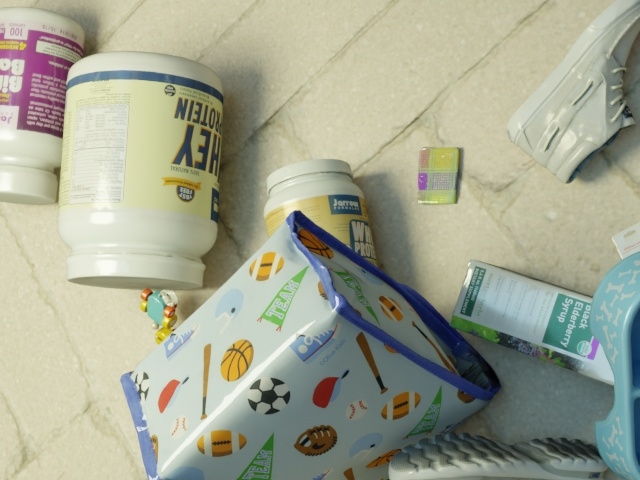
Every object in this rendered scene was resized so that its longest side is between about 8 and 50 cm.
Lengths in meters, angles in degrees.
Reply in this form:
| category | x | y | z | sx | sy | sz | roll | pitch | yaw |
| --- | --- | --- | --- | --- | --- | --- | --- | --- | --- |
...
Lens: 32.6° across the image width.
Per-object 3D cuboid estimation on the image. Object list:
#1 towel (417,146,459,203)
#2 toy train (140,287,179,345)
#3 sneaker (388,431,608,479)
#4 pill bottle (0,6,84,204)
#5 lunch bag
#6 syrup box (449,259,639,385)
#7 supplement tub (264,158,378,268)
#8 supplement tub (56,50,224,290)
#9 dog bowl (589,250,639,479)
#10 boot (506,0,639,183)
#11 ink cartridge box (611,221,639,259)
| category | x | y | z | sx | sy | sz | roll | pitch | yaw |
| --- | --- | --- | --- | --- | --- | --- | --- | --- | --- |
| towel | 0.165 | -0.092 | 1.533 | 0.060 | 0.009 | 0.083 | 0 | 83 | 26 |
| toy train | -0.204 | 0.135 | 1.643 | 0.125 | 0.046 | 0.166 | -3 | 117 | 45 |
| sneaker | 0.217 | 0.304 | 1.322 | 0.281 | 0.105 | 0.115 | 5 | 99 | -14 |
| pill bottle | -0.484 | -0.215 | 1.794 | 0.169 | 0.169 | 0.301 | -1 | 81 | 27 |
| lunch bag | 0.003 | 0.195 | 1.374 | 0.328 | 0.385 | 0.239 | -44 | 39 | 15 |
| syrup box | 0.296 | 0.104 | 1.386 | 0.237 | 0.096 | 0.093 | 19 | 93 | 29 |
| supplement tub | 0.000 | 0.000 | 1.526 | 0.144 | 0.144 | 0.199 | -17 | 75 | 24 |
| supplement tub | -0.267 | -0.096 | 1.626 | 0.236 | 0.235 | 0.324 | -2 | 81 | 27 |
| dog bowl | 0.404 | 0.159 | 1.259 | 0.166 | 0.074 | 0.297 | -6 | 101 | -4 |
| boot | 0.367 | -0.195 | 1.412 | 0.123 | 0.095 | 0.258 | 46 | 111 | 19 |
| ink cartridge box | 0.409 | 0.022 | 1.380 | 0.048 | 0.028 | 0.083 | -30 | 70 | 20 |
